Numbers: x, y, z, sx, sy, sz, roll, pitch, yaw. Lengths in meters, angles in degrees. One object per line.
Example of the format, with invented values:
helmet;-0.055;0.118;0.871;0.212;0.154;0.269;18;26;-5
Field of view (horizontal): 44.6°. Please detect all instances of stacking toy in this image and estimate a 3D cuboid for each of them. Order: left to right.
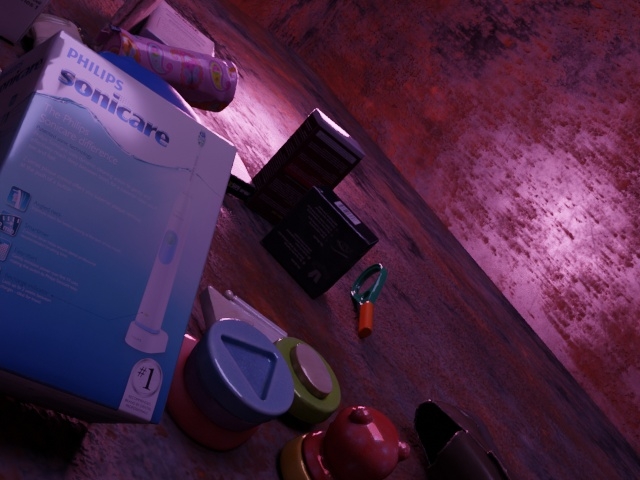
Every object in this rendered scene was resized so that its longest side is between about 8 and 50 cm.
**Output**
stacking toy;-0.034;0.168;0.985;0.309;0.130;0.279;38;24;-23

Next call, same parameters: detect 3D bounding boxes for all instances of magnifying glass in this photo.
magnifying glass;0.098;0.123;1.614;0.026;0.092;0.231;44;25;-16

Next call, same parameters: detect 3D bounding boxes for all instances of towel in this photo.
towel;-0.373;-0.508;1.651;0.049;0.282;0.187;45;15;-16

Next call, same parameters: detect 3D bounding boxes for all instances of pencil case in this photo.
pencil case;-0.310;-0.344;1.580;0.284;0.124;0.124;9;35;-36

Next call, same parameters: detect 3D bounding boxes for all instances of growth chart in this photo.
growth chart;-0.095;0.157;1.122;0.172;0.021;0.237;42;15;-10

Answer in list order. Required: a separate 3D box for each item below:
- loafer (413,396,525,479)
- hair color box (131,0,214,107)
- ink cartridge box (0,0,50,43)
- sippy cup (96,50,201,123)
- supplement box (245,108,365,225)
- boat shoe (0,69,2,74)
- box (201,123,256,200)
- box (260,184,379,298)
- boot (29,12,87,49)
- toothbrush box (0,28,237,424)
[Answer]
loafer;0.225;0.375;1.209;0.130;0.134;0.366;33;9;-22
hair color box;-0.357;-0.444;1.845;0.185;0.113;0.374;38;17;-23
ink cartridge box;-0.595;-0.490;1.340;0.201;0.117;0.278;29;21;-44
sippy cup;-0.270;-0.101;0.964;0.240;0.224;0.305;34;18;-35
supplement box;-0.037;-0.141;1.632;0.130;0.239;0.073;36;16;-30
boat shoe;-0.457;-0.206;1.043;0.078;0.070;0.219;36;18;-29
box;-0.236;-0.182;1.604;0.191;0.045;0.184;29;19;-42
box;0.000;0.000;1.513;0.156;0.158;0.093;47;16;7
boot;-0.429;-0.323;1.416;0.213;0.077;0.165;26;21;-41
toothbrush box;-0.224;-0.003;0.720;0.216;0.126;0.295;31;61;-38
